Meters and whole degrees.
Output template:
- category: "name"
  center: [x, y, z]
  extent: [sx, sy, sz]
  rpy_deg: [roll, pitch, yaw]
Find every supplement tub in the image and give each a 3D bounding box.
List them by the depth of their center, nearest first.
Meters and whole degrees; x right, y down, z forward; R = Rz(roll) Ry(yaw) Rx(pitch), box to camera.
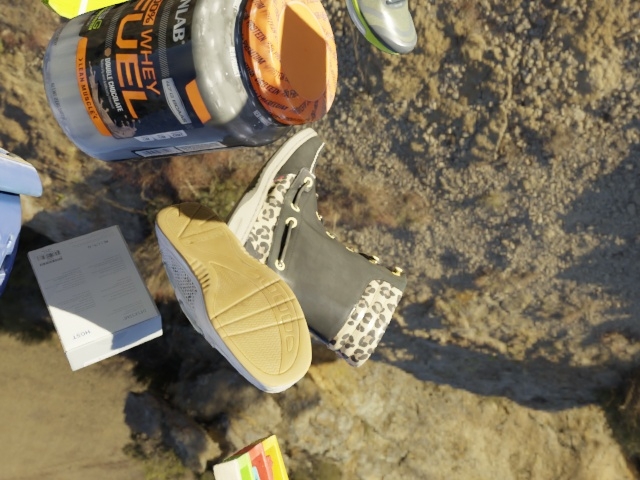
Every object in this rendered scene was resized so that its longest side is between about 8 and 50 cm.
- category: "supplement tub"
  center: [-0.164, -0.213, 0.795]
  extent: [0.338, 0.207, 0.207]
  rpy_deg: [-2, 146, 28]

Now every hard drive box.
- category: "hard drive box"
  center: [-0.439, 0.106, 1.218]
  extent: [0.181, 0.232, 0.089]
  rpy_deg: [-20, 152, -24]

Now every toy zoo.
- category: "toy zoo"
  center: [-0.072, 0.380, 0.864]
  extent: [0.030, 0.192, 0.293]
  rpy_deg: [-17, 169, 4]

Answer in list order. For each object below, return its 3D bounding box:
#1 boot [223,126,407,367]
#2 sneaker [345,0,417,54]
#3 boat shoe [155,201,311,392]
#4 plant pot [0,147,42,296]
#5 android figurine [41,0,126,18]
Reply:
- category: "boot"
  center: [0.000, 0.000, 0.996]
  extent: [0.284, 0.377, 0.138]
  rpy_deg: [34, 131, -6]
- category: "sneaker"
  center: [0.098, -0.437, 0.964]
  extent: [0.121, 0.111, 0.300]
  rpy_deg: [1, 120, 44]
- category: "boat shoe"
  center: [-0.103, 0.071, 0.699]
  extent: [0.098, 0.277, 0.096]
  rpy_deg: [-14, 137, -31]
- category: "plant pot"
  center: [-0.505, -0.048, 0.769]
  extent: [0.236, 0.212, 0.236]
  rpy_deg: [28, 178, 0]
- category: "android figurine"
  center: [-0.354, -0.439, 1.045]
  extent: [0.273, 0.248, 0.056]
  rpy_deg: [8, -162, -45]
